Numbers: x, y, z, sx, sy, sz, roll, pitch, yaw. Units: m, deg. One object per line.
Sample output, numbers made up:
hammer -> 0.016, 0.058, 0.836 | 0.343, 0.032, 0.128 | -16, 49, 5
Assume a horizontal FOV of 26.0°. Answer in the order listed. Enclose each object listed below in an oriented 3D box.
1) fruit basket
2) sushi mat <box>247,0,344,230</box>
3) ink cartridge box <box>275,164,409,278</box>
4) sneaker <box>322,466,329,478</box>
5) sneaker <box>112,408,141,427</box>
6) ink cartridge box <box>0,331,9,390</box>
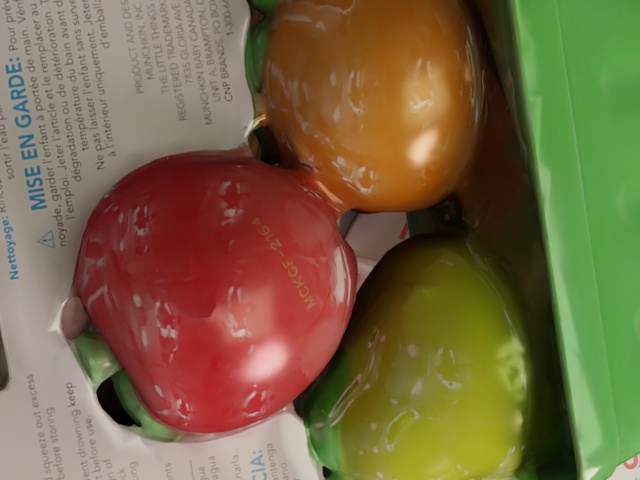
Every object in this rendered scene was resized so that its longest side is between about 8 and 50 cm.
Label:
fruit basket -> 0.000, 0.000, 0.611 | 0.353, 0.165, 0.327 | -11, 95, -10
sushi mat -> -0.009, -0.129, 0.741 | 0.151, 0.019, 0.316 | 13, 93, -45
ink cartridge box -> 0.145, -0.027, 0.836 | 0.353, 0.119, 0.207 | 36, 77, -46
sneaker -> 0.081, 0.211, 0.847 | 0.118, 0.110, 0.292 | -38, 113, -47
sneaker -> -0.104, 0.144, 0.711 | 0.097, 0.084, 0.234 | 26, 82, -20
ink cartridge box -> -0.204, -0.031, 0.577 | 0.232, 0.066, 0.189 | 33, 79, -27
